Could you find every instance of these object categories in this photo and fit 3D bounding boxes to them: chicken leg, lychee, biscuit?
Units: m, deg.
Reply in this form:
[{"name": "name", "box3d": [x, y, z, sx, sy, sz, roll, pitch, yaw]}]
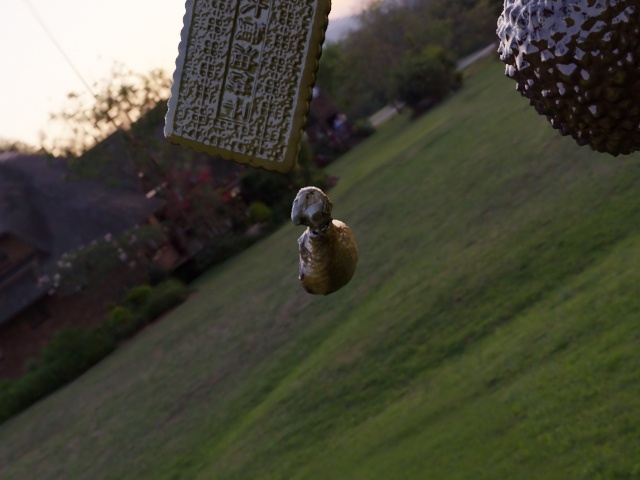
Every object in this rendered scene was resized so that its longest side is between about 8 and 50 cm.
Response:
[{"name": "chicken leg", "box3d": [0.003, -0.001, 1.422, 0.251, 0.087, 0.107, 74, -156, -63]}, {"name": "lychee", "box3d": [0.349, -0.232, 1.190, 0.271, 0.271, 0.271, -35, 8, 6]}, {"name": "biscuit", "box3d": [-0.087, -0.211, 1.128, 0.029, 0.172, 0.254, -52, -24, -70]}]
